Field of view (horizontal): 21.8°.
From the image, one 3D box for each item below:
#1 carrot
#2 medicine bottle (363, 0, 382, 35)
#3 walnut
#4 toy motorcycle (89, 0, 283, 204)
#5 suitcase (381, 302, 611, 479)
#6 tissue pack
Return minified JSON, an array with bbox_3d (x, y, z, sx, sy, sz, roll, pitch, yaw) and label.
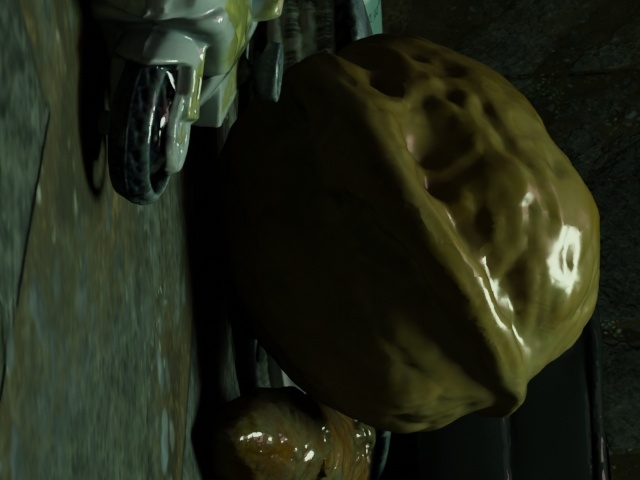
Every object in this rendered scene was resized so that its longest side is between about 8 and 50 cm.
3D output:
[{"bbox_3d":[-0.029,0.132,1.052,0.263,0.102,0.101,52,35,-75],"label":"carrot"},{"bbox_3d":[0.003,-0.228,1.584,0.110,0.110,0.351,-89,176,-46],"label":"medicine bottle"},{"bbox_3d":[0.054,-0.002,1.032,0.257,0.224,0.257,57,-8,12],"label":"walnut"},{"bbox_3d":[-0.057,-0.121,0.723,0.228,0.074,0.151,-72,166,-56],"label":"toy motorcycle"},{"bbox_3d":[0.131,0.214,1.433,0.339,0.188,0.345,106,-15,-62],"label":"suitcase"},{"bbox_3d":[0.000,0.000,1.343,0.259,0.122,0.361,87,0,-50],"label":"tissue pack"}]
